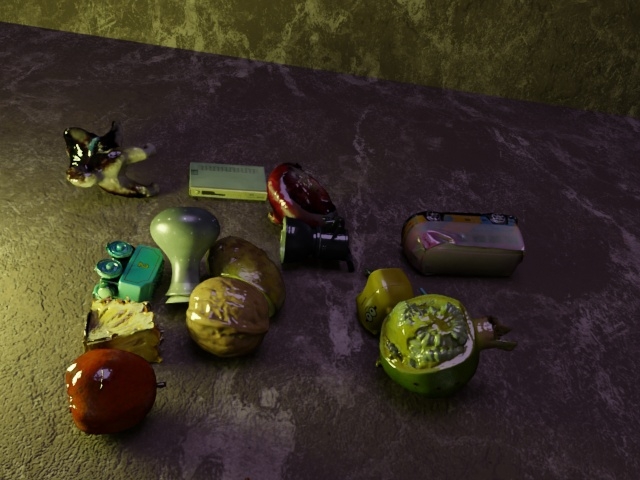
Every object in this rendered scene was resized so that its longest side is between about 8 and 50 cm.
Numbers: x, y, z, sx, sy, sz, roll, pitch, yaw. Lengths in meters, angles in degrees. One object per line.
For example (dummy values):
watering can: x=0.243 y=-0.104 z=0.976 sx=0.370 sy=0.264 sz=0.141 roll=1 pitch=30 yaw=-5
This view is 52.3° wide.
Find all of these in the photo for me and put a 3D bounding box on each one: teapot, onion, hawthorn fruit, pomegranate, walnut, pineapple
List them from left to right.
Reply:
hawthorn fruit: x=-0.426 y=0.316 z=1.368 sx=0.202 sy=0.185 sz=0.185 roll=1 pitch=34 yaw=-27
pineapple: x=-0.487 y=0.223 z=1.567 sx=0.236 sy=0.115 sz=0.186 roll=16 pitch=33 yaw=26
teapot: x=-0.356 y=0.042 z=1.718 sx=0.183 sy=0.251 sz=0.183 roll=-2 pitch=-8 yaw=0
walnut: x=-0.223 y=0.188 z=1.597 sx=0.213 sy=0.213 sz=0.213 roll=8 pitch=33 yaw=-5
onion: x=-0.080 y=-0.112 z=2.126 sx=0.272 sy=0.195 sz=0.272 roll=36 pitch=30 yaw=-25
pomegranate: x=0.301 y=0.252 z=1.587 sx=0.340 sy=0.261 sz=0.260 roll=-5 pitch=32 yaw=10

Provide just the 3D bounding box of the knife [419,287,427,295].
knife: x=0.320 y=0.172 z=1.946 sx=0.014 sy=0.005 sz=0.091 roll=-5 pitch=37 yaw=-25

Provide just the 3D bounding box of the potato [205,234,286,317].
potato: x=-0.205 y=0.095 z=1.789 sx=0.176 sy=0.141 sz=0.298 roll=-28 pitch=48 yaw=-30

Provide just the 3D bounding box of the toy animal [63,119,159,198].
toy animal: x=-0.730 y=-0.268 z=2.135 sx=0.302 sy=0.194 sz=0.344 roll=-16 pitch=36 yaw=-42

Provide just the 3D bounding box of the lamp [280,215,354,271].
lamp: x=0.000 y=0.000 z=1.966 sx=0.227 sy=0.172 sz=0.147 roll=3 pitch=33 yaw=-8

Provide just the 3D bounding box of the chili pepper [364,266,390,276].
chili pepper: x=0.178 y=0.100 z=1.998 sx=0.091 sy=0.034 sz=0.030 roll=-2 pitch=2 yaw=-17

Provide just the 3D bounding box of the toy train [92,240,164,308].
toy train: x=-0.507 y=0.092 z=1.735 sx=0.163 sy=0.112 sz=0.203 roll=14 pitch=35 yaw=-5

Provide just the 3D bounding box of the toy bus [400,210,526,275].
toy bus: x=0.455 y=0.014 z=2.076 sx=0.386 sy=0.171 sz=0.162 roll=2 pitch=38 yaw=-12

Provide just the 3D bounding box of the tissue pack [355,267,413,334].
tissue pack: x=0.174 y=0.168 z=1.757 sx=0.123 sy=0.178 sz=0.127 roll=-5 pitch=57 yaw=-25

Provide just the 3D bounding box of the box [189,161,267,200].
box: x=-0.325 y=-0.209 z=2.293 sx=0.270 sy=0.045 sz=0.211 roll=2 pitch=34 yaw=-13

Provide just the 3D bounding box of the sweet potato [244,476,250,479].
sweet potato: x=-0.140 y=0.506 z=1.289 sx=0.034 sy=0.034 sz=0.095 roll=-1 pitch=33 yaw=-17
